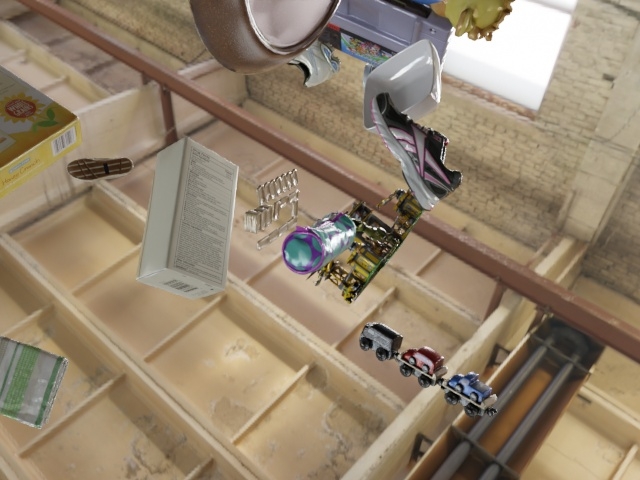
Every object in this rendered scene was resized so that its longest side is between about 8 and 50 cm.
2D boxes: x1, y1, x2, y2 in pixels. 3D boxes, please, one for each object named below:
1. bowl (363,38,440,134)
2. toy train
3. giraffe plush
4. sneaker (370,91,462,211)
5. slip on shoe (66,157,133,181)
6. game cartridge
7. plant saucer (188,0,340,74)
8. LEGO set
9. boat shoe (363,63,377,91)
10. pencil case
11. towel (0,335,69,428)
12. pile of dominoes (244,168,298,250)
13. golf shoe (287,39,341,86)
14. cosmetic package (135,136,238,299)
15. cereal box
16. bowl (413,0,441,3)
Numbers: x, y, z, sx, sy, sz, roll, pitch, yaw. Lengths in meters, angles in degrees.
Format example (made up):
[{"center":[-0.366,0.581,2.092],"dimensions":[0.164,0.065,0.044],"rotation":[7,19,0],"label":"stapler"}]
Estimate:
[{"center":[0.139,-0.242,0.982],"dimensions":[0.053,0.142,0.142],"rotation":[30,-130,-36],"label":"bowl"},{"center":[0.102,0.121,0.587],"dimensions":[0.158,0.036,0.027],"rotation":[27,-157,37],"label":"toy train"},{"center":[0.217,-0.367,0.823],"dimensions":[0.181,0.171,0.210],"rotation":[-5,-149,-25],"label":"giraffe plush"},{"center":[0.136,-0.133,0.838],"dimensions":[0.077,0.072,0.178],"rotation":[-30,-97,13],"label":"sneaker"},{"center":[-0.474,-0.155,1.304],"dimensions":[0.135,0.052,0.041],"rotation":[-10,-179,-12],"label":"slip on shoe"},{"center":[0.093,-0.445,1.231],"dimensions":[0.355,0.230,0.068],"rotation":[26,-104,8],"label":"game cartridge"},{"center":[-0.036,-0.345,0.720],"dimensions":[0.050,0.311,0.310],"rotation":[26,-134,23],"label":"plant saucer"},{"center":[0.101,-0.018,1.553],"dimensions":[0.192,0.255,0.331],"rotation":[37,-115,9],"label":"LEGO set"},{"center":[0.153,-0.376,1.388],"dimensions":[0.083,0.065,0.183],"rotation":[5,-158,17],"label":"boat shoe"},{"center":[0.000,0.000,0.872],"dimensions":[0.064,0.070,0.151],"rotation":[10,-164,18],"label":"pencil case"},{"center":[-0.472,0.210,0.923],"dimensions":[0.152,0.023,0.113],"rotation":[18,-95,5],"label":"towel"},{"center":[-0.136,-0.098,1.744],"dimensions":[0.040,0.196,0.251],"rotation":[14,-154,21],"label":"pile of dominoes"},{"center":[-0.040,-0.361,1.089],"dimensions":[0.086,0.176,0.069],"rotation":[-38,-166,-7],"label":"golf shoe"},{"center":[-0.283,-0.045,1.312],"dimensions":[0.113,0.160,0.310],"rotation":[-19,-123,36],"label":"cosmetic package"},{"center":[-0.406,-0.134,0.639],"dimensions":[0.240,0.047,0.173],"rotation":[33,-127,11],"label":"cereal box"},{"center":[0.120,-0.356,0.383],"dimensions":[0.077,0.391,0.391],"rotation":[19,-141,-15],"label":"bowl"}]
